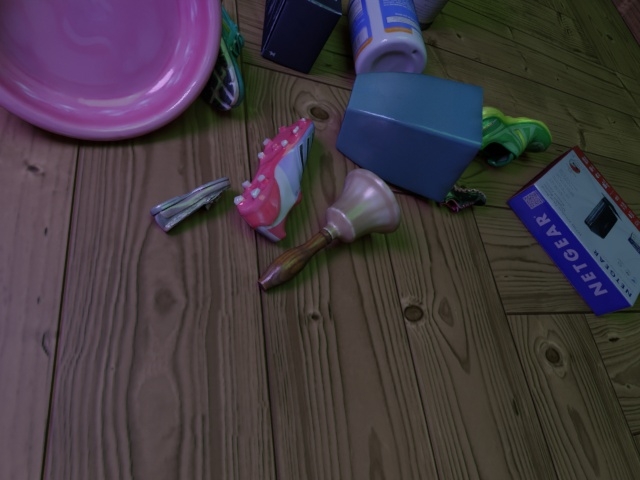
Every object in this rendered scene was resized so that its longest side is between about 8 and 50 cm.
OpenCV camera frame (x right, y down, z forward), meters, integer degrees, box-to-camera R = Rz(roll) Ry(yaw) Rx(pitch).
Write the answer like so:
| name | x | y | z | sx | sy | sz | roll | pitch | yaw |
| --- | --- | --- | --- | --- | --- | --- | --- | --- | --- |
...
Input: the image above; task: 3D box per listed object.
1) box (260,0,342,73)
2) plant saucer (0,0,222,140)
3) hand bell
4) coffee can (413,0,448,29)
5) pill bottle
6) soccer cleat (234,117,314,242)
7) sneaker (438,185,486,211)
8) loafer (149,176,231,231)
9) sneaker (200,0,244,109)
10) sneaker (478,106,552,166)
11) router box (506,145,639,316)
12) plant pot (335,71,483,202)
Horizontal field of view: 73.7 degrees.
| name | x | y | z | sx | sy | sz | roll | pitch | yaw |
| --- | --- | --- | --- | --- | --- | --- | --- | --- | --- |
| box | -0.040 | -0.471 | 0.849 | 0.108 | 0.153 | 0.207 | 13 | 61 | -23 |
| plant saucer | -0.297 | -0.301 | 0.553 | 0.332 | 0.332 | 0.084 | -14 | 38 | -33 |
| hand bell | 0.000 | 0.000 | 0.672 | 0.242 | 0.126 | 0.126 | -37 | 86 | -24 |
| coffee can | 0.287 | -0.717 | 1.080 | 0.201 | 0.275 | 0.201 | 13 | 60 | -23 |
| pill bottle | 0.139 | -0.478 | 0.950 | 0.152 | 0.152 | 0.272 | 9 | 61 | -25 |
| soccer cleat | -0.058 | -0.108 | 0.705 | 0.095 | 0.083 | 0.248 | 53 | 41 | -32 |
| sneaker | 0.294 | -0.082 | 0.897 | 0.119 | 0.047 | 0.057 | 11 | 66 | -15 |
| loafer | -0.182 | -0.053 | 0.623 | 0.125 | 0.045 | 0.039 | -30 | 99 | -30 |
| sneaker | -0.179 | -0.351 | 0.745 | 0.110 | 0.107 | 0.275 | -6 | 68 | -41 |
| sneaker | 0.444 | -0.237 | 1.036 | 0.296 | 0.109 | 0.123 | 1 | 88 | -30 |
| router box | 0.648 | -0.037 | 1.037 | 0.301 | 0.082 | 0.335 | -32 | 83 | -37 |
| plant pot | 0.158 | -0.212 | 0.814 | 0.234 | 0.165 | 0.165 | 16 | 57 | -1 |
